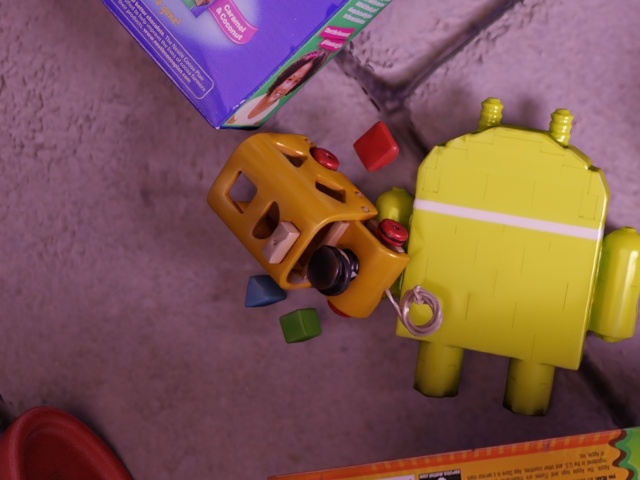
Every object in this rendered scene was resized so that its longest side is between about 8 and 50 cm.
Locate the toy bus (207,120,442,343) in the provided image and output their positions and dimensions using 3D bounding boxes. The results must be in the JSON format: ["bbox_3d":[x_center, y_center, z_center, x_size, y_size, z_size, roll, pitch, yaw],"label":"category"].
[{"bbox_3d":[-0.010,-0.004,1.252,0.202,0.104,0.190,-6,88,38],"label":"toy bus"}]

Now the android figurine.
[{"bbox_3d":[0.161,0.013,1.260,0.248,0.056,0.272,9,99,14],"label":"android figurine"}]

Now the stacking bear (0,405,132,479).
[{"bbox_3d":[-0.345,0.289,1.385,0.289,0.175,0.164,-29,90,24],"label":"stacking bear"}]

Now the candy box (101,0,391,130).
[{"bbox_3d":[-0.048,-0.298,1.246,0.317,0.122,0.268,-42,84,17],"label":"candy box"}]

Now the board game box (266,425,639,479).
[{"bbox_3d":[0.179,0.377,1.035,0.357,0.356,0.356,-9,57,8],"label":"board game box"}]
